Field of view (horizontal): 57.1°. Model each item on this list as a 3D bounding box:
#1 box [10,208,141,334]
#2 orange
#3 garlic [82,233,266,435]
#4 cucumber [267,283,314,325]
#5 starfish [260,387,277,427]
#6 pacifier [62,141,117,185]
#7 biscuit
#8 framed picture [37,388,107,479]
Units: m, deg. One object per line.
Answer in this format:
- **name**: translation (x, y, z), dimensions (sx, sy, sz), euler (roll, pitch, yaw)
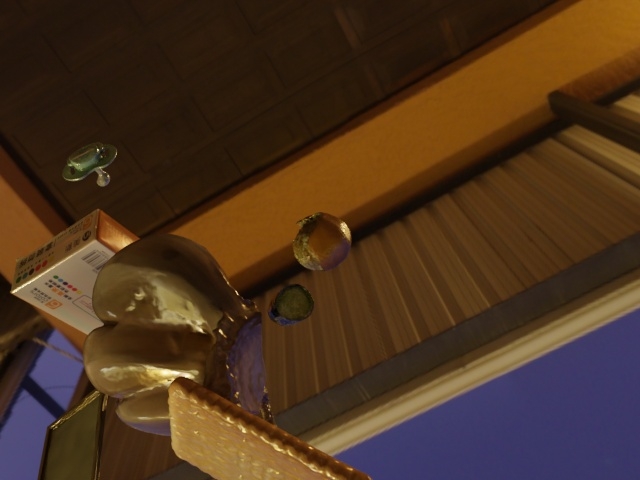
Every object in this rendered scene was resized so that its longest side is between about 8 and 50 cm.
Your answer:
- **box**: translation (-0.413, 0.089, 1.149), dimensions (0.221, 0.274, 0.091), euler (-28, -135, 14)
- **orange**: translation (0.000, 0.000, 1.451), dimensions (0.157, 0.134, 0.156), euler (-20, -153, 11)
- **garlic**: translation (-0.217, 0.130, 0.800), dimensions (0.325, 0.279, 0.132), euler (-1, 177, 31)
- **cucumber**: translation (-0.045, 0.087, 0.753), dimensions (0.048, 0.048, 0.105), euler (-43, -179, -22)
- **starfish**: translation (-0.137, 0.336, 1.275), dimensions (0.057, 0.213, 0.238), euler (-34, -113, -17)
- **pacifier**: translation (-0.600, -0.194, 1.555), dimensions (0.150, 0.116, 0.127), euler (-36, -130, -13)
- **biscuit**: translation (-0.063, 0.251, 0.664), dimensions (0.250, 0.160, 0.030), euler (23, -137, 15)
- **framed picture**: translation (-0.352, 0.313, 0.823), dimensions (0.136, 0.010, 0.201), euler (-38, -144, 16)
